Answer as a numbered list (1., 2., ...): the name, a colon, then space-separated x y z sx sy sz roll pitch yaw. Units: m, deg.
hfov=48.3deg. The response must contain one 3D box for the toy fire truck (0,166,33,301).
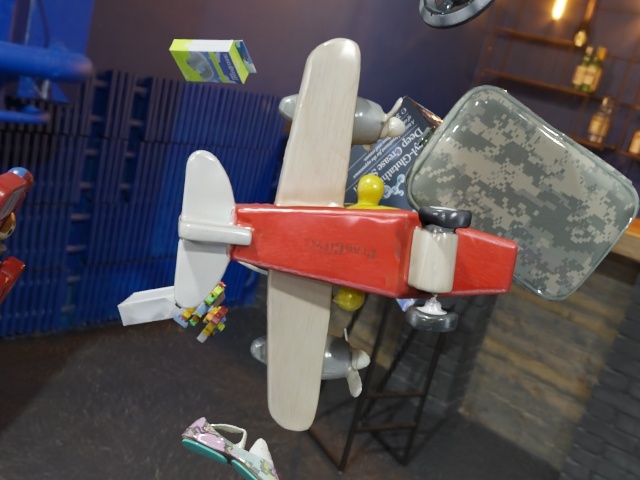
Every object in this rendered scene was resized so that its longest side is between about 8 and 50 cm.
1. toy fire truck: -0.599 -0.012 1.277 0.169 0.254 0.302 34 2 -15

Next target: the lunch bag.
1. lunch bag: 0.284 -0.074 1.070 0.305 0.213 0.256 34 12 -1

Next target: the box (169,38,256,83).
1. box: -0.251 -0.420 1.675 0.178 0.042 0.109 7 -29 20

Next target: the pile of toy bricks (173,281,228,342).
1. pile of toy bricks: -0.241 0.135 1.540 0.118 0.105 0.212 38 2 -1

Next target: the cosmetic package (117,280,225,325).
1. cosmetic package: -0.365 0.153 1.760 0.238 0.061 0.099 -10 11 12

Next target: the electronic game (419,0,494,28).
1. electronic game: 0.347 -0.616 1.758 0.229 0.229 0.048 30 -7 46

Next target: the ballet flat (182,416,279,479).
1. ballet flat: -0.147 0.381 1.284 0.221 0.077 0.079 23 55 22

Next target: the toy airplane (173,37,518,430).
1. toy airplane: 0.000 0.000 0.924 0.384 0.386 0.272 52 11 2

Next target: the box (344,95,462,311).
1. box: 0.235 -0.073 1.638 0.212 0.293 0.395 11 41 -57

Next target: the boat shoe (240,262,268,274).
1. boat shoe: -0.104 0.043 1.622 0.254 0.079 0.095 27 12 -16
